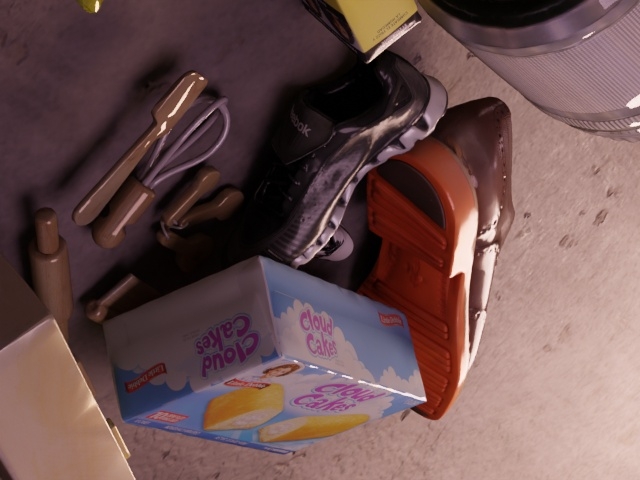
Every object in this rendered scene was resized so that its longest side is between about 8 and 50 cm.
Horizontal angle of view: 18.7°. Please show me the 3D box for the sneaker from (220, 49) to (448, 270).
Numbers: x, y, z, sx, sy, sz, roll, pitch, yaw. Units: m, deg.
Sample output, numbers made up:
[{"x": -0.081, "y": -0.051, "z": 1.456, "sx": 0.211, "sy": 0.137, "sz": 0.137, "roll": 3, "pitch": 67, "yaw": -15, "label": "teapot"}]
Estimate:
[{"x": -0.007, "y": -0.067, "z": 1.545, "sx": 0.234, "sy": 0.078, "sz": 0.106, "roll": -45, "pitch": 139, "yaw": 1, "label": "sneaker"}]

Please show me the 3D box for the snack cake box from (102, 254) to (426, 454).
[{"x": -0.040, "y": 0.101, "z": 1.598, "sx": 0.152, "sy": 0.089, "sz": 0.264, "roll": -22, "pitch": 159, "yaw": 23, "label": "snack cake box"}]

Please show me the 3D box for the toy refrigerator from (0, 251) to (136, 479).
[{"x": -0.224, "y": 0.122, "z": 1.489, "sx": 0.094, "sy": 0.102, "sz": 0.269, "roll": -35, "pitch": 144, "yaw": -14, "label": "toy refrigerator"}]

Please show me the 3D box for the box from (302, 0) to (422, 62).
[{"x": -0.002, "y": -0.226, "z": 1.367, "sx": 0.058, "sy": 0.087, "sz": 0.232, "roll": -40, "pitch": 147, "yaw": -6, "label": "box"}]

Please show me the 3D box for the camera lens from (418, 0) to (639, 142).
[{"x": 0.206, "y": -0.210, "z": 1.479, "sx": 0.219, "sy": 0.219, "sz": 0.274, "roll": -49, "pitch": 146, "yaw": 7, "label": "camera lens"}]

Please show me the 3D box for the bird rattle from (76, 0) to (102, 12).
[{"x": -0.081, "y": -0.264, "z": 1.097, "sx": 0.143, "sy": 0.253, "sz": 0.207, "roll": -6, "pitch": 159, "yaw": -9, "label": "bird rattle"}]

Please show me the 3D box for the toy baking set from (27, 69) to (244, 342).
[{"x": -0.144, "y": -0.023, "z": 1.487, "sx": 0.197, "sy": 0.030, "sz": 0.256, "roll": -37, "pitch": 152, "yaw": -22, "label": "toy baking set"}]

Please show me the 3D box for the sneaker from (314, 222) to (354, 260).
[{"x": 0.000, "y": 0.000, "z": 1.646, "sx": 0.040, "sy": 0.044, "sz": 0.109, "roll": -51, "pitch": 147, "yaw": 6, "label": "sneaker"}]

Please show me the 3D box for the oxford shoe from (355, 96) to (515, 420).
[{"x": 0.118, "y": 0.026, "z": 1.729, "sx": 0.133, "sy": 0.130, "sz": 0.363, "roll": -39, "pitch": 153, "yaw": -31, "label": "oxford shoe"}]
